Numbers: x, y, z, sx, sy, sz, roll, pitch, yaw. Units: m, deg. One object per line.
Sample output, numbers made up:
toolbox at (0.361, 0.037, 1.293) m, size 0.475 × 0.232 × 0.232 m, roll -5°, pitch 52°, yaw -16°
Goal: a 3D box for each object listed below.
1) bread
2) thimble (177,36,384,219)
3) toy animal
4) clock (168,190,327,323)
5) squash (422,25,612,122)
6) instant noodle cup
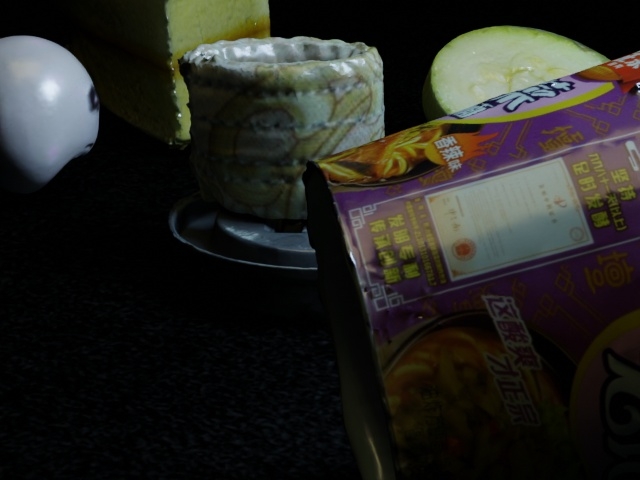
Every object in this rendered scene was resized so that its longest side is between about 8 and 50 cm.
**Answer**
bread at (-0.255, -0.257, 1.796) m, size 0.361 × 0.233 × 0.245 m, roll 7°, pitch 23°, yaw 28°
thimble at (-0.036, -0.105, 1.333) m, size 0.190 × 0.144 × 0.137 m, roll 2°, pitch 20°, yaw 5°
toy animal at (-0.346, -0.127, 1.524) m, size 0.235 × 0.165 × 0.187 m, roll -8°, pitch 23°, yaw -27°
clock at (0.000, 0.000, 1.337) m, size 0.280 × 0.055 × 0.280 m, roll 0°, pitch 20°, yaw 0°
squash at (0.236, -0.157, 1.649) m, size 0.252 × 0.049 × 0.252 m, roll 7°, pitch 42°, yaw -6°
instant noodle cup at (0.142, 0.041, 0.878) m, size 0.266 × 0.340 × 0.340 m, roll -11°, pitch 21°, yaw -6°
